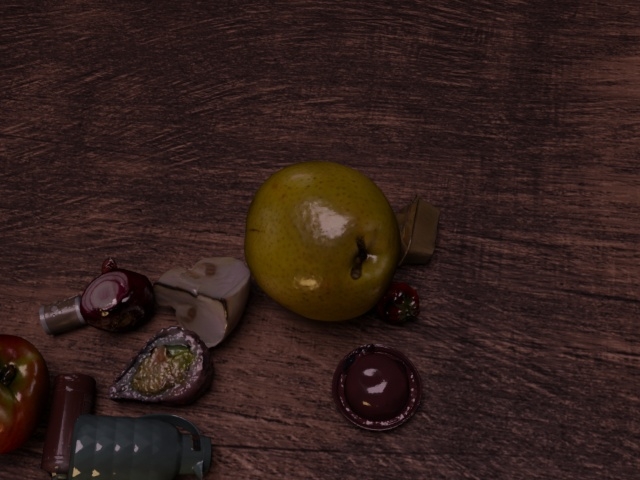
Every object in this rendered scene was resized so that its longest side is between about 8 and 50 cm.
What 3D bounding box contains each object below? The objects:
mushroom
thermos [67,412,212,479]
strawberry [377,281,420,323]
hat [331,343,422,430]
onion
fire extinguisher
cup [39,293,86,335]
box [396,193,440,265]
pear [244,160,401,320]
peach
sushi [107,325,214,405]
[{"bbox_3d":[-0.254,0.143,1.780,0.236,0.162,0.173,13,30,31],"label":"mushroom"},{"bbox_3d":[-0.374,0.435,1.582,0.286,0.145,0.182,7,27,-17],"label":"thermos"},{"bbox_3d":[0.176,0.140,1.734,0.106,0.106,0.106,-3,58,6],"label":"strawberry"},{"bbox_3d":[0.121,0.310,1.634,0.205,0.089,0.205,-4,57,6],"label":"hat"},{"bbox_3d":[-0.484,0.133,1.815,0.173,0.135,0.198,-20,43,-2],"label":"onion"},{"bbox_3d":[-0.555,0.428,1.644,0.104,0.105,0.269,-4,58,5],"label":"fire extinguisher"},{"bbox_3d":[-0.618,0.180,1.838,0.099,0.102,0.074,-16,96,-3],"label":"cup"},{"bbox_3d":[0.225,-0.022,1.821,0.111,0.111,0.177,8,59,12],"label":"box"},{"bbox_3d":[0.000,0.000,1.689,0.362,0.362,0.418,-39,32,-16],"label":"pear"},{"bbox_3d":[-0.722,0.348,1.642,0.248,0.274,0.245,-26,85,-50],"label":"peach"},{"bbox_3d":[-0.345,0.312,1.687,0.161,0.107,0.241,42,83,17],"label":"sushi"}]
